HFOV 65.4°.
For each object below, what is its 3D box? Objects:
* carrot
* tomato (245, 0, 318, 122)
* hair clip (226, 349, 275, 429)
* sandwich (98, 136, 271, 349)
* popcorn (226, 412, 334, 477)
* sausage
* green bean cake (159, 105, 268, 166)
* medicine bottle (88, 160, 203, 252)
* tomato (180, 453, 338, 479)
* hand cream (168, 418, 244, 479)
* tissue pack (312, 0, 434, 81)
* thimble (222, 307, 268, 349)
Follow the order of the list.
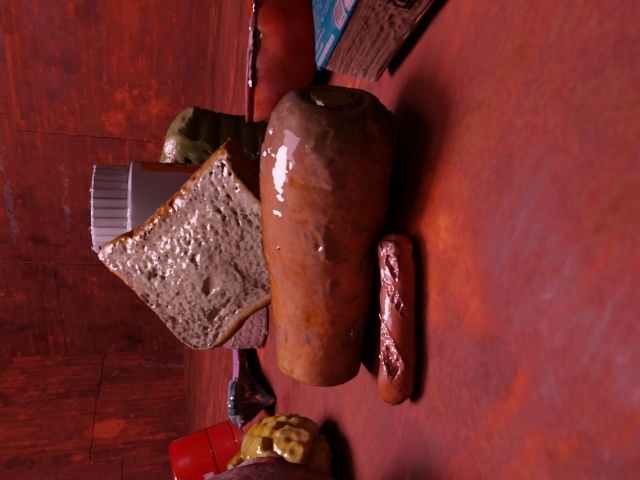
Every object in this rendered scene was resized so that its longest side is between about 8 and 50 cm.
[{"bbox_3d":[0.000,0.000,0.507,0.139,0.138,0.302,-125,38,-60],"label":"carrot"},{"bbox_3d":[-0.056,-0.284,0.726,0.199,0.112,0.228,-115,30,-66],"label":"tomato"},{"bbox_3d":[-0.166,0.285,1.079,0.095,0.110,0.358,-46,19,-1],"label":"hair clip"},{"bbox_3d":[-0.147,0.020,0.702,0.251,0.226,0.087,-37,16,15],"label":"sandwich"},{"bbox_3d":[-0.044,0.310,0.629,0.173,0.142,0.174,-42,38,44],"label":"popcorn"},{"bbox_3d":[0.069,0.073,0.455,0.042,0.036,0.158,7,-96,-84],"label":"sausage"},{"bbox_3d":[-0.211,-0.139,0.999,0.248,0.222,0.125,116,150,-45],"label":"green bean cake"},{"bbox_3d":[-0.208,-0.049,0.835,0.158,0.318,0.158,-179,90,-70],"label":"medicine bottle"},{"bbox_3d":[-0.061,0.342,0.401,0.282,0.316,0.317,36,127,37],"label":"tomato"},{"bbox_3d":[-0.199,0.474,0.965,0.230,0.149,0.230,165,90,-75],"label":"hand cream"},{"bbox_3d":[0.053,-0.242,0.447,0.169,0.082,0.120,135,134,-64],"label":"tissue pack"},{"bbox_3d":[-0.163,0.168,1.038,0.102,0.090,0.115,-147,61,-68],"label":"thimble"}]
